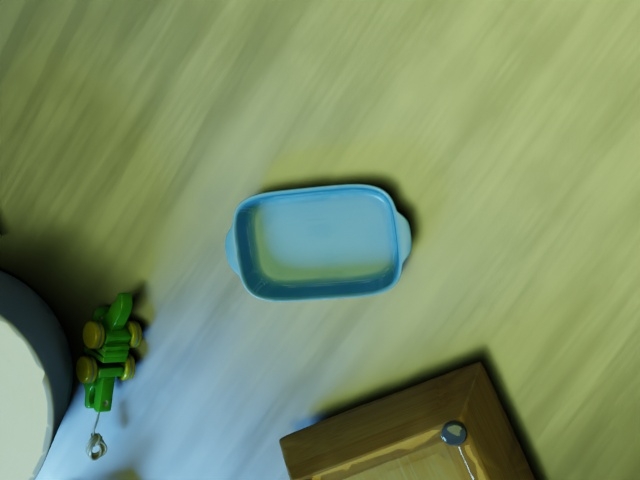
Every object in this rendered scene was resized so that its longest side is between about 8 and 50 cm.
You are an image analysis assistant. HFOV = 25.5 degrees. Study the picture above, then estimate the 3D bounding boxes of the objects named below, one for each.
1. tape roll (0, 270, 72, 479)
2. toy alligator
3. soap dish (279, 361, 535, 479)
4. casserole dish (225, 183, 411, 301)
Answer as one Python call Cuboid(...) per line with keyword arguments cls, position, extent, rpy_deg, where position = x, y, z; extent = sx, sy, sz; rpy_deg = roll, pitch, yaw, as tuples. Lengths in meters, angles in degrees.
Cuboid(cls="tape roll", position=(-0.381, 0.153, 1.429), extent=(0.246, 0.169, 0.246), rpy_deg=(-1, 99, -4))
Cuboid(cls="toy alligator", position=(-0.231, 0.136, 1.486), extent=(0.051, 0.056, 0.189), rpy_deg=(33, 115, 48))
Cuboid(cls="soap dish", position=(0.111, 0.295, 1.409), extent=(0.229, 0.118, 0.290), rpy_deg=(-23, 96, 16))
Cuboid(cls="casserole dish", position=(0.000, 0.000, 1.409), extent=(0.188, 0.037, 0.114), rpy_deg=(-5, 102, 14))
